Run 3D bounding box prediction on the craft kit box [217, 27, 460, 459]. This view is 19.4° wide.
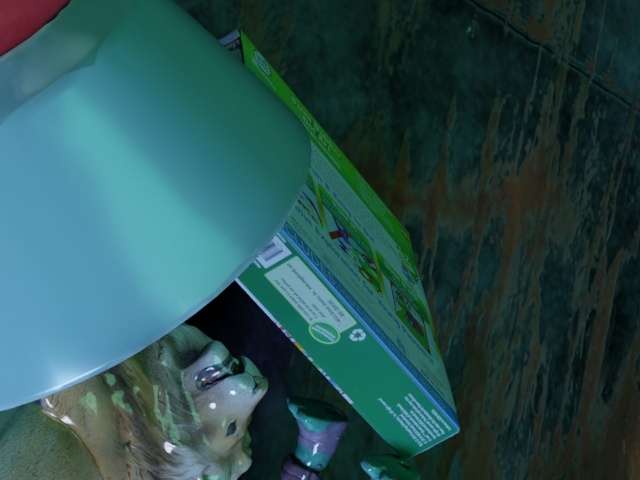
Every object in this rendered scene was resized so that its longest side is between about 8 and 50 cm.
[{"bbox_3d":[0.000,0.000,1.380,0.250,0.061,0.247,49,20,-33],"label":"craft kit box"}]

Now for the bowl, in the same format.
[{"bbox_3d":[-0.177,-0.058,1.098,0.311,0.311,0.163,-49,125,-36],"label":"bowl"}]

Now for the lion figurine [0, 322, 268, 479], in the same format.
[{"bbox_3d":[-0.202,0.160,1.193,0.392,0.142,0.240,-48,119,-36],"label":"lion figurine"}]

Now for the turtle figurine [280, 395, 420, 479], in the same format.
[{"bbox_3d":[-0.025,0.243,1.389,0.234,0.175,0.118,-63,170,13],"label":"turtle figurine"}]

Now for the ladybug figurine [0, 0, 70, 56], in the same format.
[{"bbox_3d":[-0.217,-0.243,0.998,0.161,0.449,0.305,-1,129,-24],"label":"ladybug figurine"}]
